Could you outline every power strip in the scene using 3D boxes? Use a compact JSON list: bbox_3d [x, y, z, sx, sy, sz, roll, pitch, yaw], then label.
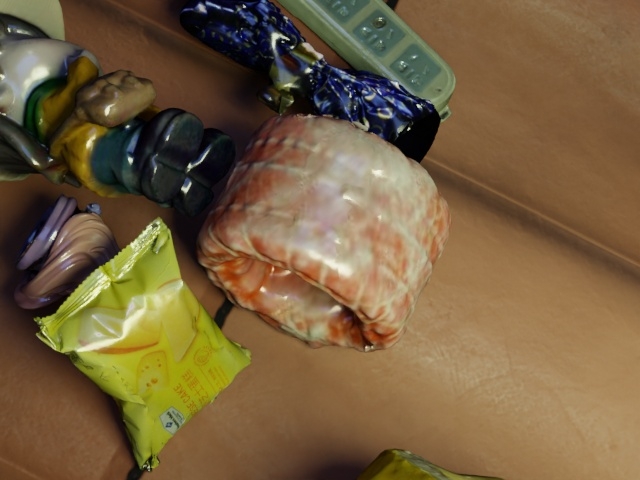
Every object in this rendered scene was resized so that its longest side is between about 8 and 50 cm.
[{"bbox_3d":[0.046,-0.243,1.245,0.080,0.048,0.286,-43,83,-17],"label":"power strip"}]

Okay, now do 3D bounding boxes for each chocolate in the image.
[{"bbox_3d":[-0.033,-0.193,1.174,0.343,0.126,0.148,41,48,9],"label":"chocolate"}]

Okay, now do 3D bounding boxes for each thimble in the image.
[{"bbox_3d":[0.000,0.000,1.061,0.239,0.239,0.162,25,69,1],"label":"thimble"}]

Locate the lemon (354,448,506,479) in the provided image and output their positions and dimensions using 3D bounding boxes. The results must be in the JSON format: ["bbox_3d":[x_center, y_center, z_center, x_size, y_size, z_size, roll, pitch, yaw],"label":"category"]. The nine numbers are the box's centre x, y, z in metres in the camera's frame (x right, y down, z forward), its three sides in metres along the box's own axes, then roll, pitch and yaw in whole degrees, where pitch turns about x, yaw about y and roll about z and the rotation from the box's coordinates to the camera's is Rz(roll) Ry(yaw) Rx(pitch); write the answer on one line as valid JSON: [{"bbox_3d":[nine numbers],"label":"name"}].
[{"bbox_3d":[0.120,0.371,0.901,0.364,0.364,0.364,2,71,-7],"label":"lemon"}]

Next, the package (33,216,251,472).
[{"bbox_3d":[-0.163,0.103,1.035,0.168,0.226,0.090,-46,38,-19],"label":"package"}]

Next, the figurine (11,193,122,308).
[{"bbox_3d":[-0.236,0.034,1.081,0.157,0.114,0.126,38,86,4],"label":"figurine"}]

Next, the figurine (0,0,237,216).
[{"bbox_3d":[-0.259,-0.111,1.052,0.332,0.185,0.204,41,95,26],"label":"figurine"}]
